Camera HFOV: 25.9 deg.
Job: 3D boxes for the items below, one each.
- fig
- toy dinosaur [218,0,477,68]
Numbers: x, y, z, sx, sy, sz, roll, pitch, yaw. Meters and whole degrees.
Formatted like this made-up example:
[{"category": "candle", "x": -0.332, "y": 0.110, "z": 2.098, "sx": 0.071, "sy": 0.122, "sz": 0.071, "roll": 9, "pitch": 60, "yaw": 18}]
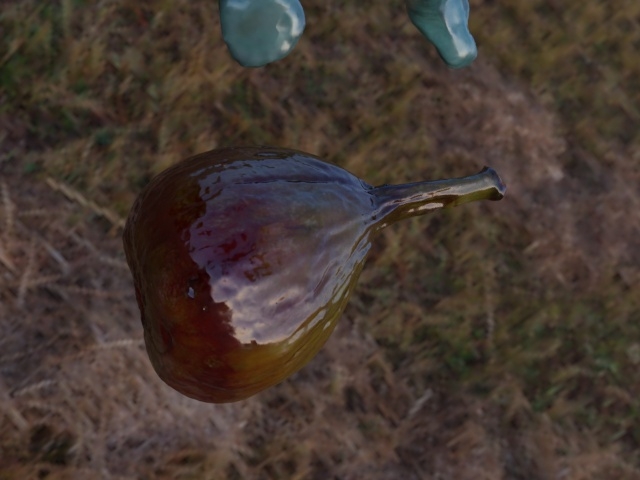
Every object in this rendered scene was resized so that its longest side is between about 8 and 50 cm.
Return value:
[{"category": "fig", "x": -0.020, "y": -0.004, "z": 1.055, "sx": 0.290, "sy": 0.190, "sz": 0.190, "roll": -34, "pitch": 85, "yaw": -31}, {"category": "toy dinosaur", "x": -0.022, "y": -0.223, "z": 0.541, "sx": 0.331, "sy": 0.129, "sz": 0.383, "roll": -66, "pitch": 134, "yaw": -74}]
